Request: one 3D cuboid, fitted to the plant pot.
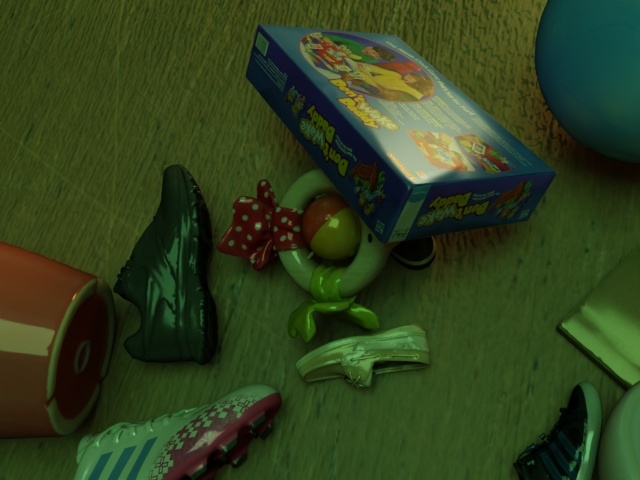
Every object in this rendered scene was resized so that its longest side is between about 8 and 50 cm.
[{"bbox_3d":[-0.404,0.123,0.810,0.243,0.275,0.274,9,69,1],"label":"plant pot"}]

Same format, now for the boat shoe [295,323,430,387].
[{"bbox_3d":[0.054,0.152,0.816,0.170,0.063,0.059,-16,60,1],"label":"boat shoe"}]

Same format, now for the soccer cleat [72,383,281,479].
[{"bbox_3d":[-0.205,0.254,0.784,0.331,0.116,0.143,-38,67,-7],"label":"soccer cleat"}]

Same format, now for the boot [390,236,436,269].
[{"bbox_3d":[0.068,-0.054,0.859,0.198,0.137,0.077,31,75,20],"label":"boot"}]

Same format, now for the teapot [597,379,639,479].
[{"bbox_3d":[0.400,0.255,0.651,0.256,0.187,0.252,11,47,24],"label":"teapot"}]

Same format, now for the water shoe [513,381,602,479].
[{"bbox_3d":[0.260,0.249,0.737,0.080,0.073,0.203,14,70,17],"label":"water shoe"}]

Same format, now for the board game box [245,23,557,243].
[{"bbox_3d":[0.087,-0.149,0.825,0.233,0.078,0.347,-8,45,-33],"label":"board game box"}]

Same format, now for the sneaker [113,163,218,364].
[{"bbox_3d":[-0.210,0.027,0.882,0.130,0.109,0.286,-6,65,1],"label":"sneaker"}]

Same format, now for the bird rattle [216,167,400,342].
[{"bbox_3d":[0.000,0.000,0.835,0.207,0.143,0.253,-49,57,26],"label":"bird rattle"}]

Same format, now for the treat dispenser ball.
[{"bbox_3d":[0.410,-0.236,0.799,0.288,0.288,0.288,-3,67,8],"label":"treat dispenser ball"}]

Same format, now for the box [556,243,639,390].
[{"bbox_3d":[0.420,0.119,0.795,0.164,0.021,0.201,-42,67,-9],"label":"box"}]
